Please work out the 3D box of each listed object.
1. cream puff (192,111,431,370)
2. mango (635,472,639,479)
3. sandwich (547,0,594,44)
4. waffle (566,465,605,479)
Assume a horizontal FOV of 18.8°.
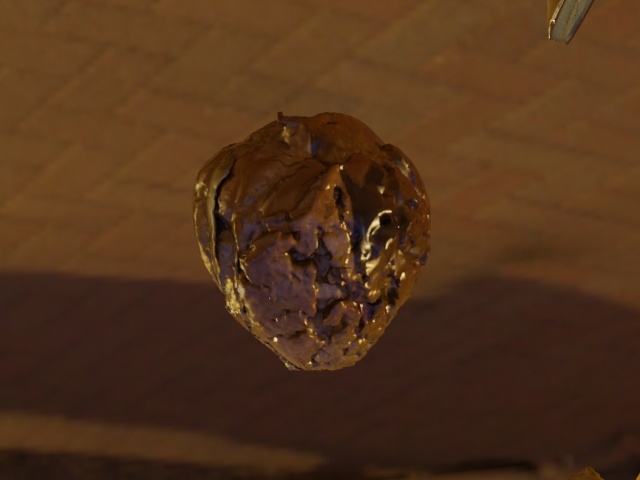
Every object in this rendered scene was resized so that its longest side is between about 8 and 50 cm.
[{"bbox_3d":[0.000,0.000,0.977,0.104,0.133,0.119,-9,162,37],"label":"cream puff"},{"bbox_3d":[0.319,0.225,1.694,0.089,0.046,0.060,20,142,-14],"label":"mango"},{"bbox_3d":[0.203,-0.203,1.551,0.031,0.044,0.083,14,126,-17],"label":"sandwich"},{"bbox_3d":[0.241,0.324,1.538,0.057,0.168,0.274,-22,135,-21],"label":"waffle"}]
